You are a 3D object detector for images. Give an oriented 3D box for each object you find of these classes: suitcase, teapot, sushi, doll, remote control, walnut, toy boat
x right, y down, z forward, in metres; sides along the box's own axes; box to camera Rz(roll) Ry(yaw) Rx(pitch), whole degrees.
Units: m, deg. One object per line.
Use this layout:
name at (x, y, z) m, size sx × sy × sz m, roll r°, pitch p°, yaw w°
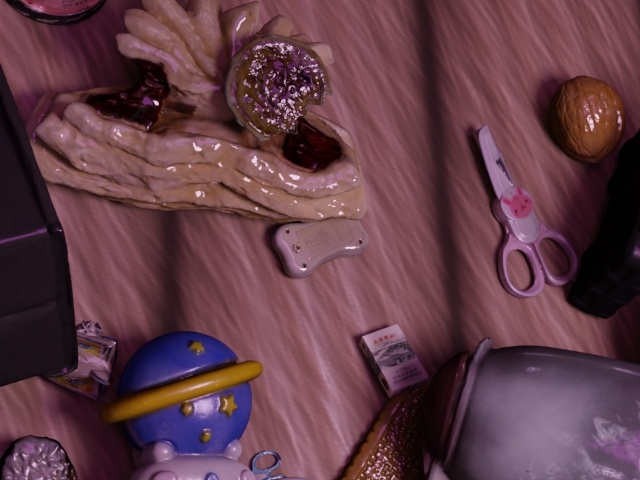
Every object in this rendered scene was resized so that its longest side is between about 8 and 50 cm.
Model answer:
suitcase at (0.432, -0.050, 1.566) m, size 0.066 × 0.206 × 0.285 m, roll 25°, pitch 66°, yaw -1°
teapot at (0.259, 0.274, 1.376) m, size 0.312 × 0.233 × 0.315 m, roll 17°, pitch 88°, yaw 8°
sushi at (-0.305, 0.287, 1.276) m, size 0.090 × 0.078 × 0.150 m, roll -15°, pitch 79°, yaw -16°
doll at (-0.177, 0.233, 1.295) m, size 0.311 × 0.159 × 0.242 m, roll -18°, pitch 98°, yaw -38°
remote control at (0.000, 0.000, 1.498) m, size 0.122 × 0.032 × 0.074 m, roll -21°, pitch 79°, yaw -23°
walnut at (0.374, -0.170, 1.647) m, size 0.105 × 0.105 × 0.124 m, roll -7°, pitch 86°, yaw -21°
toy boat at (-0.324, 0.114, 1.330) m, size 0.210 × 0.084 × 0.066 m, roll 17°, pitch 35°, yaw 2°

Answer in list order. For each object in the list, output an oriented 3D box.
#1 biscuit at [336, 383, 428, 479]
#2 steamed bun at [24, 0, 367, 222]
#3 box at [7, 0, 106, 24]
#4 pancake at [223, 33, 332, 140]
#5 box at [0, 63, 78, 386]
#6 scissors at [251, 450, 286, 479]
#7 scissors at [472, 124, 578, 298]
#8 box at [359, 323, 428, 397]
biscuit at (0.114, 0.306, 1.439) m, size 0.172 × 0.029 × 0.254 m, roll 36°, pitch 65°, yaw -4°
steamed bun at (-0.133, -0.171, 1.427) m, size 0.428 × 0.189 × 0.247 m, roll 10°, pitch 55°, yaw -11°
box at (-0.325, -0.364, 1.453) m, size 0.151 × 0.135 × 0.151 m, roll 5°, pitch 71°, yaw -15°
pancake at (-0.054, -0.181, 1.365) m, size 0.116 × 0.022 × 0.129 m, roll 45°, pitch 72°, yaw -12°
box at (-0.401, -0.039, 1.203) m, size 0.204 × 0.251 × 0.345 m, roll -16°, pitch 57°, yaw -20°
scissors at (-0.095, 0.288, 1.381) m, size 0.119 × 0.014 × 0.058 m, roll -14°, pitch 73°, yaw -25°
scissors at (0.263, -0.043, 1.602) m, size 0.118 × 0.030 × 0.242 m, roll -20°, pitch 84°, yaw -23°
box at (0.091, 0.150, 1.471) m, size 0.054 × 0.024 × 0.083 m, roll -18°, pitch 60°, yaw -21°
